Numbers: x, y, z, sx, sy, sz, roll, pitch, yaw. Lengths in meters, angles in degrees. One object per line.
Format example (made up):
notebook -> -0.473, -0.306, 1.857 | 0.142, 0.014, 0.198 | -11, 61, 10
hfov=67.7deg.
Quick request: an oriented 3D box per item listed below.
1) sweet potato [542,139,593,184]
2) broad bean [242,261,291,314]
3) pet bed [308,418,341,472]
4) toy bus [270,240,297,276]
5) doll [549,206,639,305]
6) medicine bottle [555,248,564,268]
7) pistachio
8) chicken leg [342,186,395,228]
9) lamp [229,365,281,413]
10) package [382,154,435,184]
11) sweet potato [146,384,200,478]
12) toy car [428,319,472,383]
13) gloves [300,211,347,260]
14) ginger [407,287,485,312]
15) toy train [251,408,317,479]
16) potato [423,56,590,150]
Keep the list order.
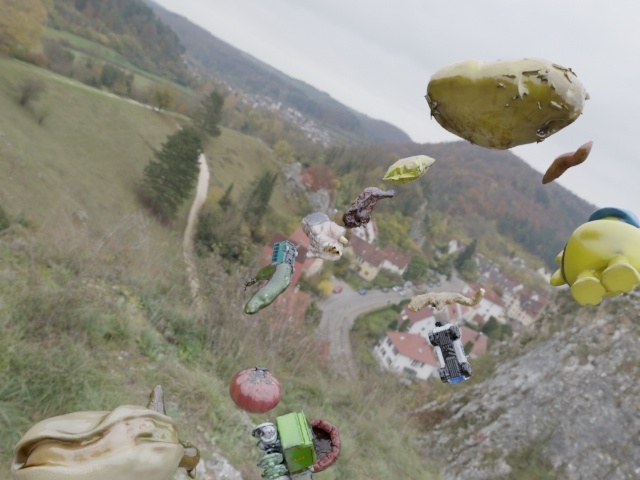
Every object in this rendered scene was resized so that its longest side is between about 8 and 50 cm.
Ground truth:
sweet potato -> 0.771, -0.244, 1.506 | 0.058, 0.202, 0.055 | 37, 56, -2
broad bean -> -0.133, 0.111, 1.200 | 0.049, 0.144, 0.292 | 56, -4, -12
pet bed -> -0.021, 0.719, 1.686 | 0.201, 0.053, 0.201 | -4, 41, 4
toy bus -> -0.158, 0.091, 1.977 | 0.092, 0.160, 0.079 | -9, -28, 34
doll -> 0.546, 0.023, 0.935 | 0.145, 0.199, 0.363 | 59, 34, 1
medicine bottle -> 0.896, 0.027, 1.574 | 0.122, 0.212, 0.122 | 45, 0, 0
pistachio -> -0.560, 0.546, 1.183 | 0.365, 0.446, 0.281 | 48, 22, -52
chicken leg -> 0.129, -0.098, 1.279 | 0.053, 0.205, 0.093 | 19, -36, 48
lamp -> -0.219, 0.504, 1.628 | 0.182, 0.140, 0.182 | 16, 16, -5
package -> 0.349, -0.280, 1.879 | 0.168, 0.090, 0.226 | -11, 16, 29
sweet potato -> -0.452, 0.594, 1.420 | 0.310, 0.098, 0.124 | 61, 22, -7
toy car -> 0.351, 0.299, 1.293 | 0.070, 0.080, 0.170 | 28, 44, -54
gloves -> 0.006, -0.004, 1.238 | 0.110, 0.094, 0.144 | 3, 51, -14
ginger -> 0.453, 0.216, 1.712 | 0.288, 0.075, 0.089 | -5, 24, -2
toy train -> -0.043, 0.304, 0.666 | 0.081, 0.202, 0.060 | -15, 49, -9
potato -> 0.331, -0.254, 0.888 | 0.300, 0.140, 0.173 | 18, -39, 46
